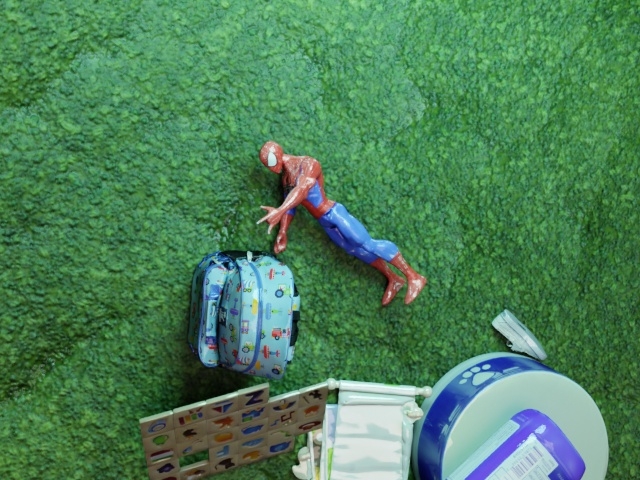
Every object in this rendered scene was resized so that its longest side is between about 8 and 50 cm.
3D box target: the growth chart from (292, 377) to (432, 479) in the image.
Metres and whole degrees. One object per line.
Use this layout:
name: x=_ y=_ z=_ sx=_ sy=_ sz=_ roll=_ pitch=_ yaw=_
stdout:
growth chart: x=0.049 y=0.303 z=1.283 sx=0.171 sy=0.021 sz=0.237 roll=11 pitch=93 yaw=-4

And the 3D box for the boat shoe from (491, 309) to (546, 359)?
boat shoe: x=0.286 y=0.143 z=1.348 sx=0.035 sy=0.035 sz=0.100 roll=-40 pitch=112 yaw=19

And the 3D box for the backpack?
backpack: x=-0.091 y=0.093 z=1.150 sx=0.116 sy=0.173 sz=0.158 roll=5 pitch=95 yaw=-18

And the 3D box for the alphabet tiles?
alphabet tiles: x=-0.104 y=0.241 z=1.179 sx=0.237 sy=0.009 sz=0.198 roll=-14 pitch=144 yaw=-15

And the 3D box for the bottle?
bottle: x=0.208 y=0.347 z=1.203 sx=0.283 sy=0.092 sz=0.118 roll=-41 pitch=105 yaw=-9

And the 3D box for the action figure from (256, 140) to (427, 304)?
action figure: x=0.000 y=0.000 z=1.204 sx=0.280 sy=0.091 sz=0.139 roll=49 pitch=65 yaw=-16

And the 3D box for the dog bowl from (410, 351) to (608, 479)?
dog bowl: x=0.267 y=0.298 z=1.320 sx=0.264 sy=0.104 sz=0.265 roll=-2 pitch=97 yaw=-16
